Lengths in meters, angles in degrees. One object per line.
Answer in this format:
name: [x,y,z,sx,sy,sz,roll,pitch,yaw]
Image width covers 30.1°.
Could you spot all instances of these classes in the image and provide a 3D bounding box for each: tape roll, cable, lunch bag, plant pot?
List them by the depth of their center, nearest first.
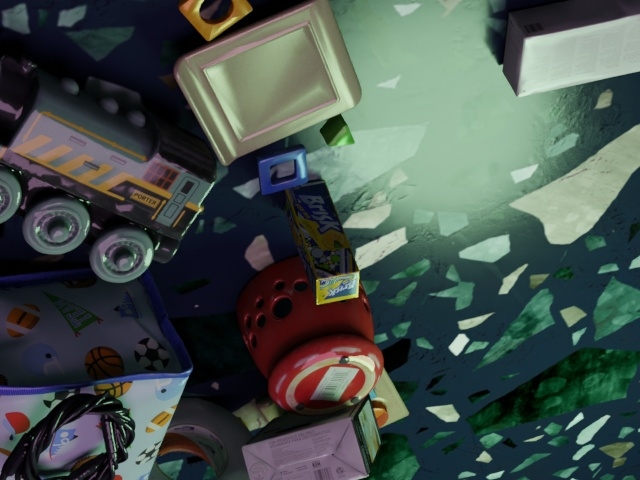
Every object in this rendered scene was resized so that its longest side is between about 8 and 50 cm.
cable: [-0.296,0.255,1.454,0.150,0.047,0.184,17,118,-39]
lunch bag: [-0.410,0.211,1.557,0.385,0.239,0.328,-7,137,-31]
plant pot: [-0.012,0.142,1.702,0.191,0.174,0.191,-10,138,-10]
tape roll: [-0.203,0.345,1.808,0.219,0.219,0.072,-1,135,-23]

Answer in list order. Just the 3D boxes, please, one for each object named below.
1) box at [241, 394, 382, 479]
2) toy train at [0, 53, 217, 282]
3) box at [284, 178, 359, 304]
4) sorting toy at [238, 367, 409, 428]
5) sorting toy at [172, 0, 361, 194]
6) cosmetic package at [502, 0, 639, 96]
box: [-0.006,0.304,1.771,0.169,0.087,0.290,-16,177,7]
toy train: [-0.280,-0.085,1.360,0.334,0.142,0.190,26,109,-33]
box: [0.000,0.000,1.547,0.059,0.169,0.054,-11,140,-11]
sorting toy: [-0.017,0.306,1.983,0.307,0.041,0.229,-25,140,4]
sorting toy: [-0.062,-0.195,1.402,0.196,0.047,0.348,-26,141,-1]
cosmetic package: [0.352,-0.257,1.497,0.239,0.060,0.099,-13,138,-10]
